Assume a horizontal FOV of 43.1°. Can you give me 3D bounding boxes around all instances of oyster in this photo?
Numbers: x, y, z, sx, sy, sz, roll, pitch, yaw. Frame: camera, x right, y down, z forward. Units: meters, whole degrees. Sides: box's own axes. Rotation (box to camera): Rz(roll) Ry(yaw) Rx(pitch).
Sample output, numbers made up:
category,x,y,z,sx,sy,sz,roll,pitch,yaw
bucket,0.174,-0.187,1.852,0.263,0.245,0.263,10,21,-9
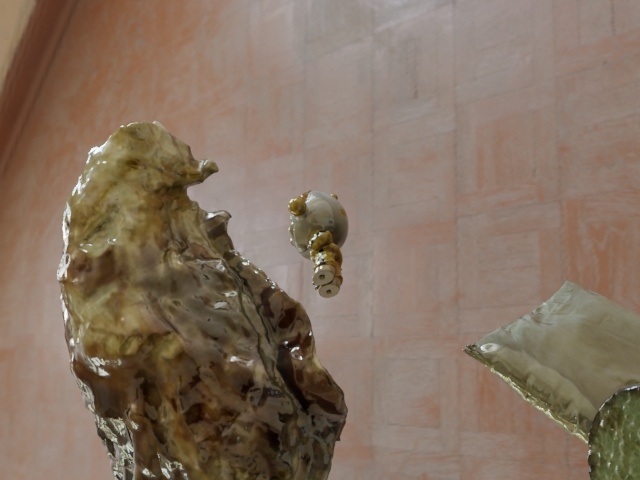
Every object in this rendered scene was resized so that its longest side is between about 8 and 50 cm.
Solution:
category,x,y,z,sx,sy,sz,roll,pitch,yaw
oyster,-0.101,0.086,0.555,0.271,0.100,0.275,31,96,16

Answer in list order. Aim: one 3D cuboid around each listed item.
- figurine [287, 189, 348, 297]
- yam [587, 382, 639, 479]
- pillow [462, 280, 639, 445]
category,x,y,z,sx,sy,sz,roll,pitch,yaw
figurine,-0.001,-0.003,0.871,0.068,0.143,0.101,-18,103,7
yam,0.329,0.165,0.549,0.154,0.254,0.154,-172,90,-71
pillow,0.241,0.105,0.726,0.148,0.230,0.050,34,118,27
